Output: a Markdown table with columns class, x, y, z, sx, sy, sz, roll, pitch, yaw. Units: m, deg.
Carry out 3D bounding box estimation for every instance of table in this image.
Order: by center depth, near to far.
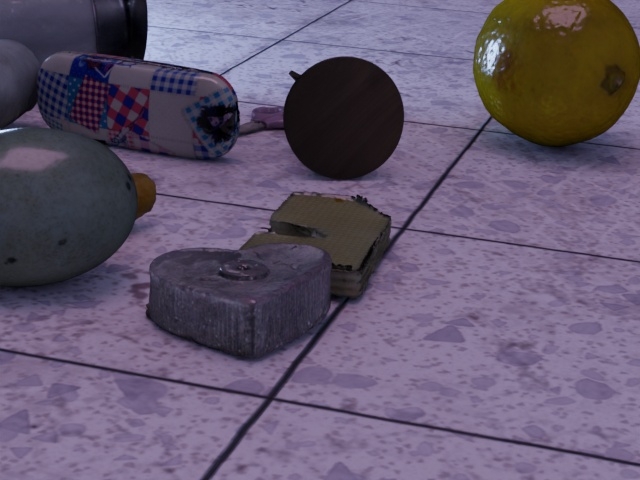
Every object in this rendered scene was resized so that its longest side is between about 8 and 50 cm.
| class | x | y | z | sx | sy | sz | roll | pitch | yaw |
| --- | --- | --- | --- | --- | --- | --- | --- | --- | --- |
| table | 0.016 | -0.186 | 1.958 | 0.167 | 0.167 | 0.227 | -1 | 11 | -9 |

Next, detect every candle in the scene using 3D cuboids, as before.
| class | x | y | z | sx | sy | sz | roll | pitch | yaw |
| --- | --- | --- | --- | --- | --- | --- | --- | --- | --- |
| candle | -0.078 | 0.059 | 1.373 | 0.192 | 0.068 | 0.168 | -5 | 22 | -9 |
| candle | -0.464 | -0.347 | 2.218 | 0.342 | 0.221 | 0.221 | -5 | 21 | -20 |

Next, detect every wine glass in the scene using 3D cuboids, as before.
| class | x | y | z | sx | sy | sz | roll | pitch | yaw |
| --- | --- | --- | --- | --- | --- | --- | --- | --- | --- |
| wine glass | -0.515 | -0.200 | 1.927 | 0.143 | 0.143 | 0.321 | 10 | 21 | 20 |

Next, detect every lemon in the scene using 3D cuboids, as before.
| class | x | y | z | sx | sy | sz | roll | pitch | yaw |
| --- | --- | --- | --- | --- | --- | --- | --- | --- | --- |
| lemon | 0.351 | -0.263 | 2.046 | 0.267 | 0.267 | 0.267 | 2 | 20 | -1 |

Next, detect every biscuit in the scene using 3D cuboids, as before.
| class | x | y | z | sx | sy | sz | roll | pitch | yaw |
| --- | --- | --- | --- | --- | --- | --- | --- | --- | --- |
| biscuit | 0.000 | 0.000 | 1.572 | 0.147 | 0.046 | 0.250 | 6 | 21 | 12 |

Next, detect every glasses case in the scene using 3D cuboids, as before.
| class | x | y | z | sx | sy | sz | roll | pitch | yaw |
| --- | --- | --- | --- | --- | --- | --- | --- | --- | --- |
| glasses case | -0.264 | -0.196 | 1.961 | 0.327 | 0.125 | 0.076 | 11 | 21 | 22 |

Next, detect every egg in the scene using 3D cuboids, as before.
| class | x | y | z | sx | sy | sz | roll | pitch | yaw |
| --- | --- | --- | --- | --- | --- | --- | --- | --- | --- |
| egg | -0.312 | -0.035 | 1.450 | 0.236 | 0.169 | 0.169 | -2 | 20 | -14 |

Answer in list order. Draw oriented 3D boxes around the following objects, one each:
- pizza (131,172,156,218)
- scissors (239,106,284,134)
| class | x | y | z | sx | sy | sz | roll | pitch | yaw |
| --- | --- | --- | --- | --- | --- | --- | --- | --- | --- |
| pizza | -0.377 | -0.048 | 1.615 | 0.365 | 0.074 | 0.182 | -2 | 17 | -12 |
| scissors | -0.102 | -0.177 | 2.084 | 0.110 | 0.021 | 0.212 | 15 | 22 | 36 |
